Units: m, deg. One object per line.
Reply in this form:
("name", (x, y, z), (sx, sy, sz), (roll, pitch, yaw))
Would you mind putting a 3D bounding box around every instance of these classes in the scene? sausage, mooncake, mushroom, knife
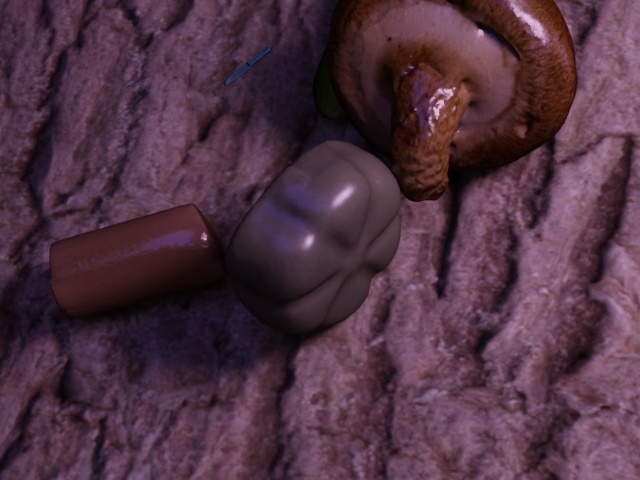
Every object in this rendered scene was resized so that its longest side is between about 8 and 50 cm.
("sausage", (-0.258, 0.028, 1.938), (0.253, 0.123, 0.123), (-15, 60, 10))
("mooncake", (0.000, 0.000, 1.776), (0.135, 0.275, 0.275), (34, 80, 24))
("mushroom", (0.171, -0.244, 1.829), (0.345, 0.239, 0.345), (1, 104, 2))
("knife", (-0.113, -0.271, 2.103), (0.091, 0.005, 0.014), (-38, 56, -1))

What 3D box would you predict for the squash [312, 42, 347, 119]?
("squash", (0.083, -0.349, 2.002), (0.101, 0.101, 0.378), (15, 77, 26))
